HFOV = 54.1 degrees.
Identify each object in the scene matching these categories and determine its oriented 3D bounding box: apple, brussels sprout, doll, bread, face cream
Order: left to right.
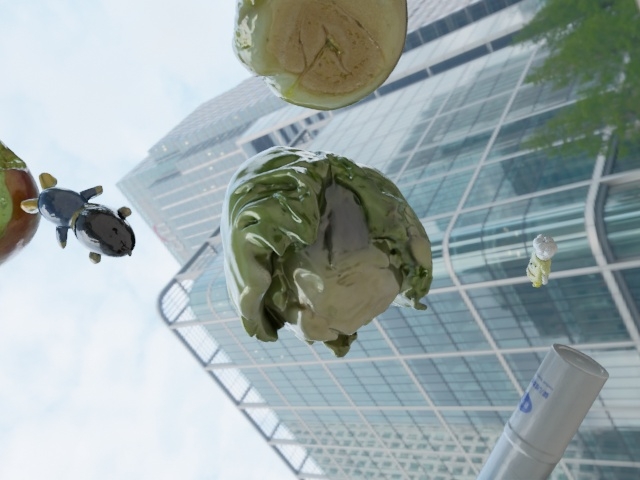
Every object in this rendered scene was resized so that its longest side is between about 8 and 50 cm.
[{"bbox_3d":[-0.603,-0.053,1.041,0.246,0.246,0.226,57,-139,-22],"label":"apple"},{"bbox_3d":[-0.320,-0.028,0.854,0.102,0.179,0.089,-57,-18,-2],"label":"doll"},{"bbox_3d":[-0.012,-0.003,1.207,0.425,0.361,0.342,15,-67,-38],"label":"brussels sprout"},{"bbox_3d":[0.002,-0.252,0.720,0.213,0.213,0.105,29,-154,-41],"label":"bread"},{"bbox_3d":[0.275,0.258,0.809,0.077,0.077,0.250,6,-68,-48],"label":"face cream"},{"bbox_3d":[0.639,0.057,1.815,0.106,0.062,0.163,-103,12,-53],"label":"doll"}]
